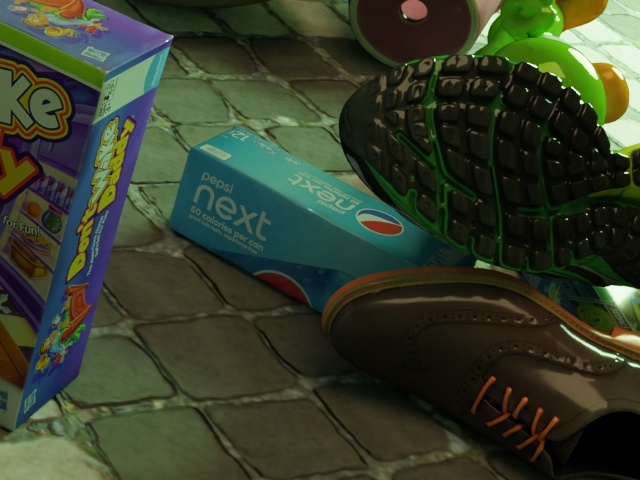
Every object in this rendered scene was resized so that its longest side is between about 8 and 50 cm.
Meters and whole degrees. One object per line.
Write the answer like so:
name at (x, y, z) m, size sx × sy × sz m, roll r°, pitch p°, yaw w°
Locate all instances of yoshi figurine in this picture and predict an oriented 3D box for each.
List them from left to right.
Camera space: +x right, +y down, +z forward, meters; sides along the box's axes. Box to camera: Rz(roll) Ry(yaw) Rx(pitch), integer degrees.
yoshi figurine at (0.196, -0.128, 1.322) m, size 0.203 × 0.203 × 0.362 m, roll 33°, pitch 33°, yaw 11°

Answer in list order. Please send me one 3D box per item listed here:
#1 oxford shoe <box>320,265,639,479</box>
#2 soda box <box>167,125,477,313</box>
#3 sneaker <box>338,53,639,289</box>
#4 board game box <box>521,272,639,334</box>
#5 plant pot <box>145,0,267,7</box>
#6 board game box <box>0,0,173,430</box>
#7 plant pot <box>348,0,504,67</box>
oxford shoe at (0.131, 0.092, 0.991) m, size 0.271 × 0.097 × 0.098 m, roll 15°, pitch 34°, yaw -9°
soda box at (0.000, 0.000, 1.090) m, size 0.210 × 0.071 × 0.067 m, roll 29°, pitch 29°, yaw 17°
sneaker at (0.137, -0.027, 1.063) m, size 0.343 × 0.134 × 0.146 m, roll 21°, pitch -16°, yaw -39°
board game box at (0.239, 0.061, 1.172) m, size 0.136 × 0.035 × 0.201 m, roll 9°, pitch 30°, yaw -18°
plant pot at (-0.129, -0.331, 1.438) m, size 0.191 × 0.284 × 0.284 m, roll -31°, pitch 47°, yaw -12°
board game box at (-0.278, -0.074, 0.876) m, size 0.347 × 0.233 × 0.078 m, roll 25°, pitch 28°, yaw 12°
plant pot at (0.107, -0.271, 1.535) m, size 0.201 × 0.201 × 0.180 m, roll 19°, pitch 44°, yaw -2°
